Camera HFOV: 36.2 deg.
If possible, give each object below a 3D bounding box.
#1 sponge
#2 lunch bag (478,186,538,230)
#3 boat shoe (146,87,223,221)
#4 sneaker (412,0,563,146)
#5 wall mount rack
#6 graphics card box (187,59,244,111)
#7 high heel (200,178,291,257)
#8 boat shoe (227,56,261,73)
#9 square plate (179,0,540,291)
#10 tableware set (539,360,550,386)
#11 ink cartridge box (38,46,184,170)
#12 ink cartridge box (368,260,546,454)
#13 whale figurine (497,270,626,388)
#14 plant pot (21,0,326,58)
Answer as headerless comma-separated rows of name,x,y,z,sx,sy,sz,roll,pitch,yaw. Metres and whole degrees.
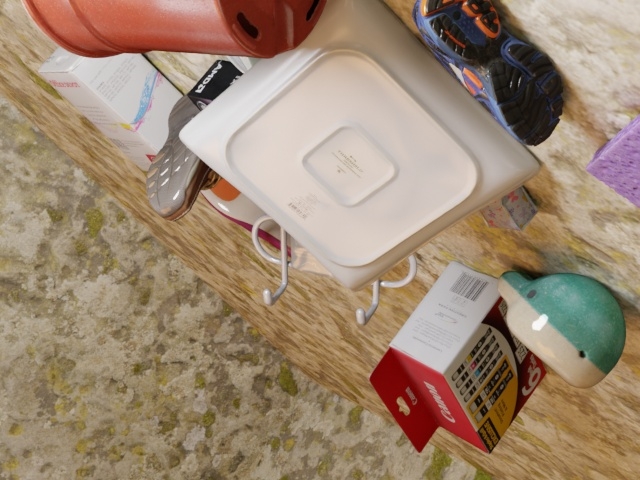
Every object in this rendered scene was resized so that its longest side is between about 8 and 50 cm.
sponge,0.364,-0.082,1.016,0.117,0.031,0.210,36,165,3
lunch bag,0.243,-0.056,1.342,0.071,0.053,0.083,11,142,57
boat shoe,-0.205,-0.144,1.686,0.123,0.324,0.116,-25,125,30
sneaker,0.179,-0.191,1.047,0.221,0.083,0.087,48,176,-21
wall mount rack,0.000,0.000,1.840,0.350,0.130,0.304,10,122,21
graphics card box,-0.024,-0.162,1.549,0.371,0.094,0.233,22,159,47
high heel,-0.121,-0.057,2.063,0.377,0.127,0.181,38,172,10
boat shoe,-0.094,-0.277,1.389,0.227,0.079,0.081,48,172,-7
square plate,0.041,-0.105,1.259,0.347,0.049,0.344,42,125,-18
tableware set,0.388,0.232,1.977,0.169,0.020,0.141,29,164,25
ink cartridge box,-0.382,-0.275,1.951,0.306,0.131,0.226,47,163,-30
ink cartridge box,0.255,0.243,1.776,0.130,0.272,0.309,24,158,40
whale figurine,0.362,0.105,1.481,0.216,0.141,0.272,41,-170,-15
plant pot,-0.144,-0.316,1.062,0.265,0.272,0.272,17,157,32
